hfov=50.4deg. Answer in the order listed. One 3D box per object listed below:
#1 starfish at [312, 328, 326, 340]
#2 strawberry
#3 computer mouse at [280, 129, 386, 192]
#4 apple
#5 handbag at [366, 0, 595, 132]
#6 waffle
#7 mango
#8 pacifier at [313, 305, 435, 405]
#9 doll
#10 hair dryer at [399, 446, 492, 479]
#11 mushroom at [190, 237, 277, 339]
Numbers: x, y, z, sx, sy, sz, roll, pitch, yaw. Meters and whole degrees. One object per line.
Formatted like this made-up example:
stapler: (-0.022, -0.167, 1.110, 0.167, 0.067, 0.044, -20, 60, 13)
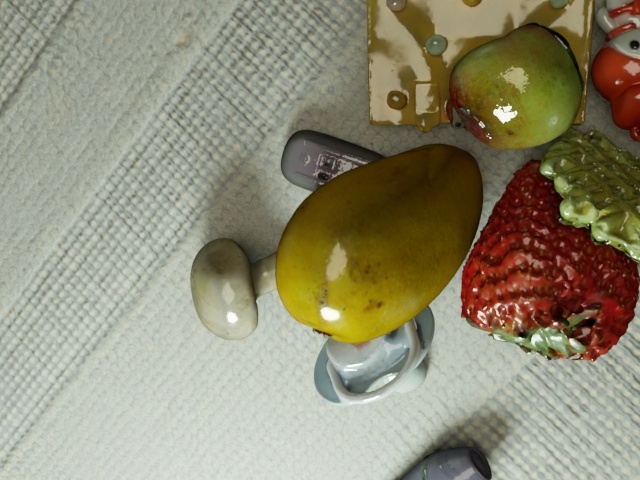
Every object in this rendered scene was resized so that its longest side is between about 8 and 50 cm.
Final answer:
starfish: (0.013, 0.139, 1.385, 0.133, 0.130, 0.041, -36, 127, -21)
strawberry: (0.406, 0.030, 1.199, 0.312, 0.267, 0.351, 17, 69, -15)
computer mouse: (0.033, -0.141, 1.351, 0.232, 0.057, 0.120, 20, 101, 14)
apple: (0.319, -0.242, 1.112, 0.207, 0.174, 0.188, -18, 103, 34)
handbag: (0.286, -0.336, 1.233, 0.401, 0.133, 0.283, 3, 106, 12)
waffle: (0.512, -0.070, 1.121, 0.317, 0.297, 0.073, 26, 130, 2)
mango: (0.118, -0.006, 1.201, 0.445, 0.232, 0.300, -38, 122, -23)
pacifier: (0.126, 0.243, 1.332, 0.279, 0.227, 0.207, -34, 127, 16)
doll: (0.547, -0.292, 1.162, 0.161, 0.130, 0.290, -1, 81, -10)
hair dryer: (0.279, 0.604, 1.363, 0.301, 0.121, 0.361, -40, 91, 24)
mushroom: (-0.172, 0.092, 1.384, 0.206, 0.209, 0.206, 18, 119, 35)
